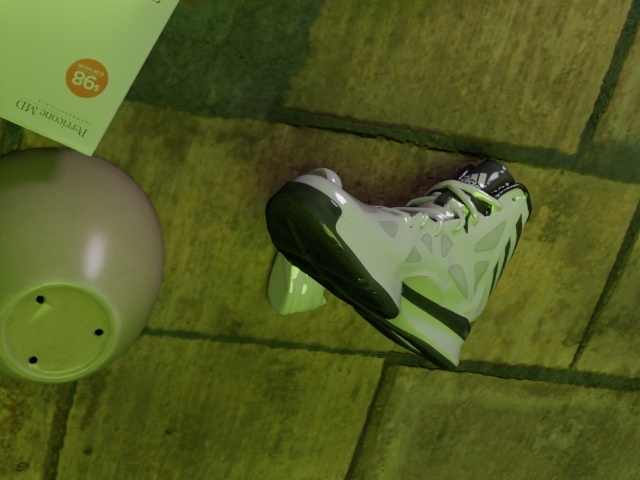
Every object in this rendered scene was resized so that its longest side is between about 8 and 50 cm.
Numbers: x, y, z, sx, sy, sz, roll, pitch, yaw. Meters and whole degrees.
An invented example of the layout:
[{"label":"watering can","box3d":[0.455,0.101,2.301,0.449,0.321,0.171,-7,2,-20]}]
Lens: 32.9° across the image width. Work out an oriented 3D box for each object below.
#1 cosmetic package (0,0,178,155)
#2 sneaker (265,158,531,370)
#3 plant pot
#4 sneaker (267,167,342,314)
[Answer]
[{"label":"cosmetic package","box3d":[-0.345,-0.293,1.124,0.377,0.097,0.284,24,110,-27]},{"label":"sneaker","box3d":[0.111,-0.029,1.344,0.257,0.169,0.447,-58,144,-8]},{"label":"plant pot","box3d":[-0.314,0.058,1.265,0.284,0.191,0.284,-7,119,-13]},{"label":"sneaker","box3d":[0.000,0.000,1.412,0.094,0.080,0.212,-1,124,-32]}]
